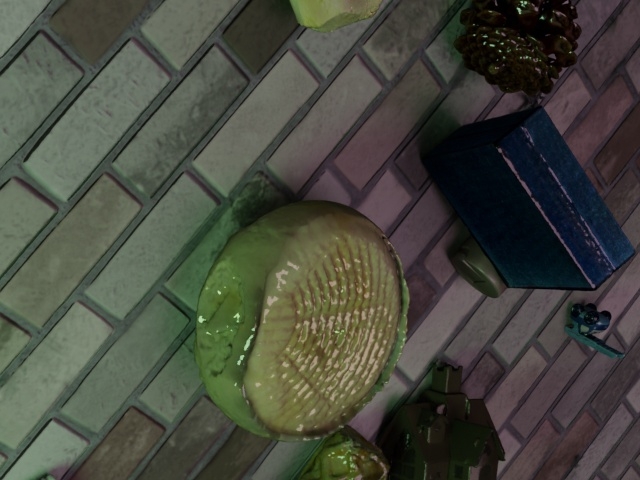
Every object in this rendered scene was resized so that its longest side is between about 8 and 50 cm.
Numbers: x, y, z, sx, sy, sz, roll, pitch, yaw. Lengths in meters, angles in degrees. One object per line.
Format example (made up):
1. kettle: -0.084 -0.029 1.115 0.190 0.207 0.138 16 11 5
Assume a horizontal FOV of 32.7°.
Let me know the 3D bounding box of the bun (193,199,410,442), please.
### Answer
1. bun: -0.046 0.111 1.631 0.364 0.202 0.364 -17 116 -38

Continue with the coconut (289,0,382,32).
1. coconut: 0.013 -0.376 1.490 0.147 0.147 0.152 -36 132 -20

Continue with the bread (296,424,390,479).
1. bread: 0.007 0.456 1.883 0.267 0.130 0.152 -54 141 -5

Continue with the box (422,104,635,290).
1. box: 0.326 -0.059 1.738 0.116 0.261 0.279 -38 102 -18

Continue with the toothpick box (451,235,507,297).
1. toothpick box: 0.330 0.004 1.937 0.180 0.111 0.111 -47 131 -13

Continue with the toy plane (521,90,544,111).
1. toy plane: 0.367 -0.236 1.913 0.084 0.024 0.078 -40 148 -17

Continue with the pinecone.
1. pinecone: 0.318 -0.336 1.722 0.208 0.208 0.207 -17 120 -32

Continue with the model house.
1. model house: 0.241 0.349 1.989 0.211 0.204 0.243 3 91 -39

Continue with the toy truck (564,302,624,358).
1. toy truck: 0.555 0.177 2.178 0.063 0.136 0.074 3 108 -37

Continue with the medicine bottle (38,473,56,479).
1. medicine bottle: -0.412 0.381 1.563 0.089 0.057 0.057 -30 126 -25
